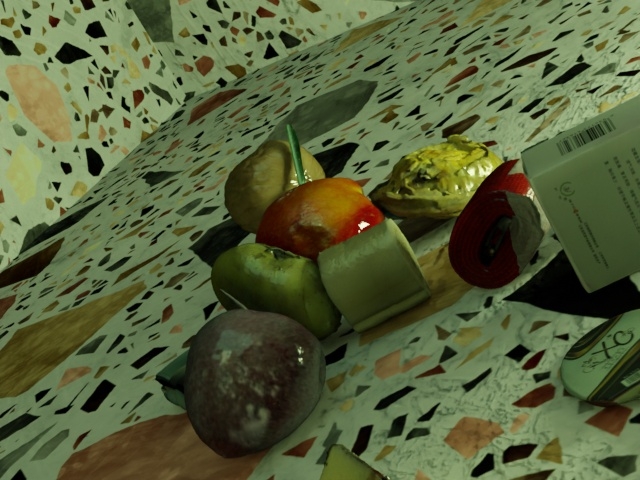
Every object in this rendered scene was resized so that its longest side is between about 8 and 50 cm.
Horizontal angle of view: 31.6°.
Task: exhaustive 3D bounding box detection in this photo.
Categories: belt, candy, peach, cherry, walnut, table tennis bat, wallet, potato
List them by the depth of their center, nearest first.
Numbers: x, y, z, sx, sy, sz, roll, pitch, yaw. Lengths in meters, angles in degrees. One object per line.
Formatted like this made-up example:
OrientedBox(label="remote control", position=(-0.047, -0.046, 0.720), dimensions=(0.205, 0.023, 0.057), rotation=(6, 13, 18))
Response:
OrientedBox(label="table tennis bat", position=(0.386, 0.155, 1.337), dimensions=(0.173, 0.022, 0.301), rotation=(-32, 17, -1))
OrientedBox(label="cherry", position=(-0.101, 0.202, 1.691), dimensions=(0.213, 0.183, 0.266), rotation=(-1, 59, 24))
OrientedBox(label="belt", position=(0.283, -0.030, 1.726), dimensions=(0.124, 0.128, 0.201), rotation=(-51, -10, -45))
OrientedBox(label="potato", position=(-0.077, 0.084, 1.891), dimensions=(0.248, 0.169, 0.143), rotation=(19, 37, 35))
OrientedBox(label="wallet", position=(-0.166, 0.223, 1.910), dimensions=(0.176, 0.075, 0.250), rotation=(-35, 18, -21))
OrientedBox(label="peach", position=(0.000, 0.000, 2.021), dimensions=(0.244, 0.199, 0.243), rotation=(-24, 23, 11))
OrientedBox(label="candy", position=(-0.039, -0.103, 2.288), dimensions=(0.097, 0.097, 0.323), rotation=(-23, 58, 21))
OrientedBox(label="walnut", position=(-0.098, -0.105, 2.430), dimensions=(0.228, 0.228, 0.228), rotation=(-27, 19, 11))

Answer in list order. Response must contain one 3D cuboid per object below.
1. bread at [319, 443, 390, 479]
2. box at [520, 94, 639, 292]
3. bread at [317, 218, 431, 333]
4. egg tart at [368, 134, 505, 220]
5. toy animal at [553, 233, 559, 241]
OrientedBox(label="bread", position=(0.023, 0.348, 1.220), dimensions=(0.178, 0.135, 0.240), rotation=(-36, 22, -13))
OrientedBox(label="box", position=(0.455, -0.087, 1.554), dimensions=(0.300, 0.200, 0.106), rotation=(-26, 21, 14))
OrientedBox(label="bread", position=(0.086, 0.056, 1.830), dimensions=(0.141, 0.148, 0.134), rotation=(-28, 27, 8))
OrientedBox(label="egg tart", position=(0.220, -0.121, 2.052), dimensions=(0.291, 0.107, 0.291), rotation=(-11, 16, 3))
OrientedBox(label="toy animal", position=(0.415, -0.066, 1.758), dimensions=(0.101, 0.103, 0.218), rotation=(-43, 14, 29))
